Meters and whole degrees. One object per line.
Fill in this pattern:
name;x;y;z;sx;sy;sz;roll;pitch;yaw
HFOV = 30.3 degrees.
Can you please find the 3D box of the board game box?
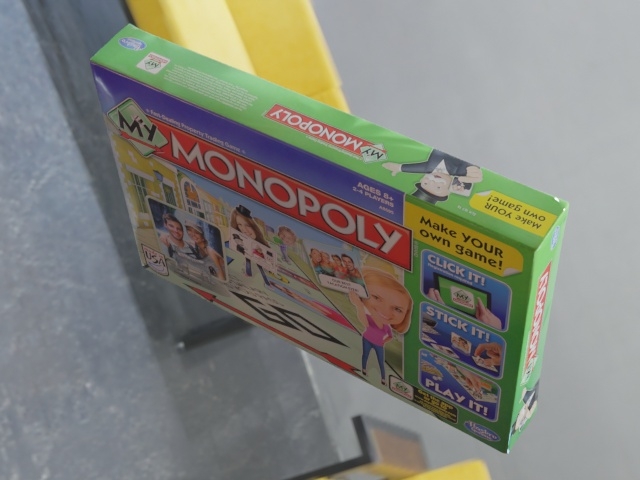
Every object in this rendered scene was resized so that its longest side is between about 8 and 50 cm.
board game box;0.000;0.000;0.783;0.046;0.317;0.213;-50;153;-31
